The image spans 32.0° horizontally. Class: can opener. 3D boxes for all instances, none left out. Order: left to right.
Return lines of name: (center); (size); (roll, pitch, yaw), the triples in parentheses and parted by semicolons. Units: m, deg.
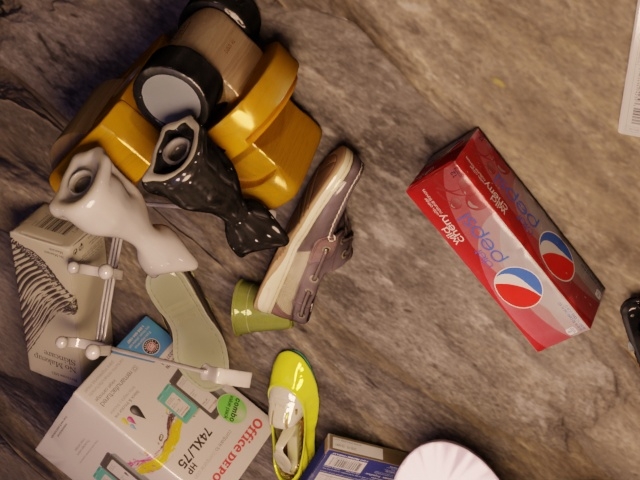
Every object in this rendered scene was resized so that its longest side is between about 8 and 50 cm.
can opener: (0.408, 0.143, 1.359); (0.059, 0.073, 0.186); (-10, 125, 24)

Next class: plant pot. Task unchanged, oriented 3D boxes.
plant pot: (-0.077, 0.098, 1.580); (0.079, 0.083, 0.083); (3, 123, 13)

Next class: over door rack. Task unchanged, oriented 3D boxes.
over door rack: (-0.228, 0.052, 1.509); (0.324, 0.108, 0.240); (7, 86, 35)

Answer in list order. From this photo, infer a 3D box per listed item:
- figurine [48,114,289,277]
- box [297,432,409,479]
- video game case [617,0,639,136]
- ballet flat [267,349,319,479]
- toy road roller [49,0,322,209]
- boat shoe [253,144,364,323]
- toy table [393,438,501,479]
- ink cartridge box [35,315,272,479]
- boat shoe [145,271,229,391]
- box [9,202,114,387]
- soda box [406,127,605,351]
figurine: (-0.172, -0.029, 1.309); (0.215, 0.092, 0.209); (-14, 142, 25)
box: (0.033, 0.382, 1.701); (0.136, 0.036, 0.225); (16, 131, -14)
video game case: (0.418, -0.190, 1.150); (0.193, 0.023, 0.212); (13, 126, 20)
ballet flat: (-0.045, 0.274, 1.675); (0.077, 0.077, 0.231); (15, 127, 24)
toy road roller: (-0.153, -0.129, 1.389); (0.240, 0.202, 0.329); (43, 131, -19)
boat shoe: (0.000, 0.000, 1.459); (0.092, 0.103, 0.285); (24, 125, -7)
toy table: (0.192, 0.404, 1.532); (0.252, 0.161, 0.274); (-6, 85, 7)
ink cartridge box: (-0.251, 0.303, 1.724); (0.270, 0.198, 0.197); (39, 133, -1)
boat shoe: (-0.192, 0.119, 1.660); (0.081, 0.069, 0.228); (-18, 116, 4)
box: (-0.395, 0.088, 1.727); (0.113, 0.094, 0.275); (15, 126, 19)
soda box: (0.224, 0.002, 1.337); (0.083, 0.092, 0.263); (-32, 103, 40)
